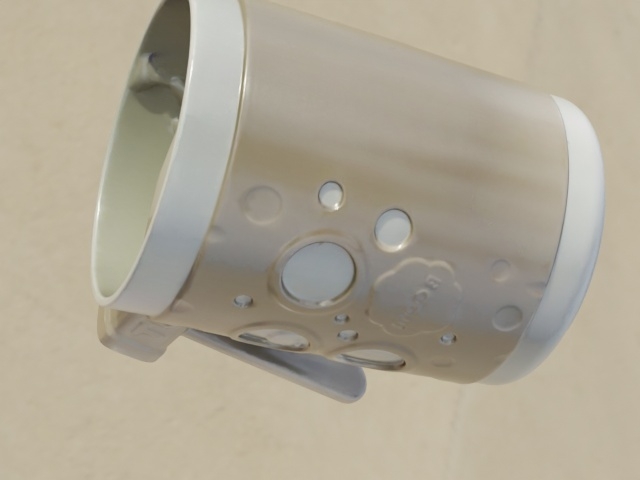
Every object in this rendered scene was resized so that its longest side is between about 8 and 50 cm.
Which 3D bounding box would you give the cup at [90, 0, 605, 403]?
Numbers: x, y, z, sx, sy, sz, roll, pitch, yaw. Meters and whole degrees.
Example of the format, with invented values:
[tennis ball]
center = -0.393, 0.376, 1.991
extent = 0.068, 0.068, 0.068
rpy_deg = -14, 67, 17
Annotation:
[cup]
center = 0.002, 0.003, 0.395
extent = 0.099, 0.102, 0.074
rpy_deg = 14, 24, -17
